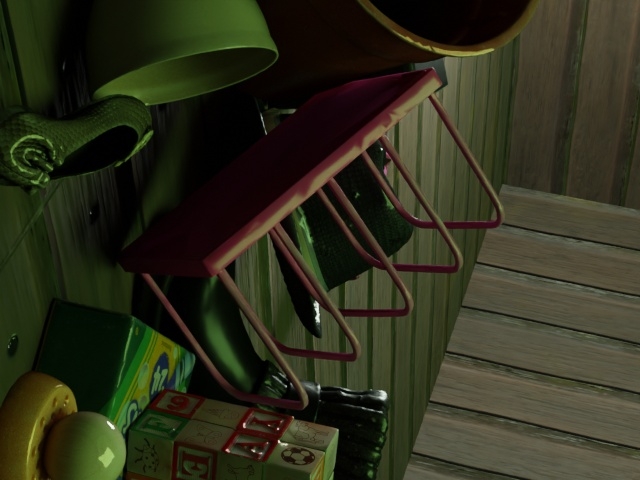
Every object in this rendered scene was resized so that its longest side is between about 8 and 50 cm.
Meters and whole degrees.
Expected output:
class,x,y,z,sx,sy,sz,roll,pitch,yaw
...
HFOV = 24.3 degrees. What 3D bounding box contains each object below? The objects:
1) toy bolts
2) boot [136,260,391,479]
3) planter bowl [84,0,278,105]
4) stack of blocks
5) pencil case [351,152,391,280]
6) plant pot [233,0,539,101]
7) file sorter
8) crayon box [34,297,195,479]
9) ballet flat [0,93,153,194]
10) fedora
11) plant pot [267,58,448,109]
class,x,y,z,sx,sy,sz,roll,pitch,yaw
toy bolts,-0.239,0.227,1.068,0.218,0.158,0.228,-58,155,-56
boot,-0.051,0.145,1.555,0.131,0.260,0.348,-57,155,-57
planter bowl,-0.126,-0.186,1.244,0.162,0.162,0.109,3,71,-77
stack of blocks,-0.089,0.301,1.370,0.087,0.171,0.297,-51,150,-64
pencil case,0.041,-0.046,2.160,0.098,0.095,0.209,47,52,-55
plant pot,0.019,-0.260,1.373,0.265,0.272,0.272,-19,-134,52
file sorter,0.000,0.000,1.407,0.290,0.202,0.182,-41,108,-22
crayon box,-0.213,0.233,1.347,0.203,0.083,0.323,52,52,-73
ballet flat,-0.191,-0.071,1.173,0.084,0.058,0.250,-47,171,15
fedora,0.016,-0.050,1.669,0.334,0.152,0.334,-15,90,-88
plant pot,0.042,-0.256,1.818,0.188,0.187,0.167,-41,127,-69
